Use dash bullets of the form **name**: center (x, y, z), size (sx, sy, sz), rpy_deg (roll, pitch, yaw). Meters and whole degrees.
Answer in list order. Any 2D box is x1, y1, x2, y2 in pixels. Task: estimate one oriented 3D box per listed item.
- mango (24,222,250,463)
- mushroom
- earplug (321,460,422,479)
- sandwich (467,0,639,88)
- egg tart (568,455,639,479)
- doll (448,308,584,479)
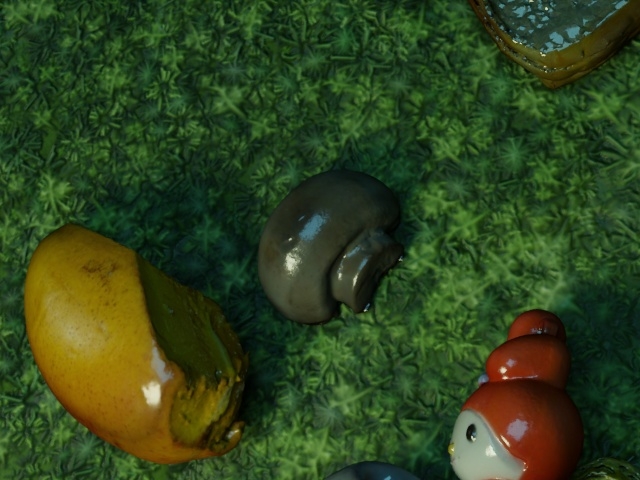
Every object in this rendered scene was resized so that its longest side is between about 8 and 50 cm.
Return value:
- **mango**: center (-0.222, 0.100, 1.766), size (0.199, 0.201, 0.350), rpy_deg (-32, 52, -26)
- **mushroom**: center (0.000, 0.000, 1.770), size (0.141, 0.117, 0.188), rpy_deg (32, 88, 37)
- **earplug**: center (-0.020, 0.346, 1.599), size (0.325, 0.175, 0.214), rpy_deg (-28, 28, 4)
- **sandwich**: center (0.296, -0.343, 1.786), size (0.301, 0.099, 0.271), rpy_deg (-34, 64, 4)
- **egg tart**: center (0.280, 0.277, 1.600), size (0.130, 0.052, 0.130), rpy_deg (-7, 67, 18)
- **doll**: center (0.198, 0.198, 1.596), size (0.130, 0.161, 0.290), rpy_deg (16, 71, -1)
